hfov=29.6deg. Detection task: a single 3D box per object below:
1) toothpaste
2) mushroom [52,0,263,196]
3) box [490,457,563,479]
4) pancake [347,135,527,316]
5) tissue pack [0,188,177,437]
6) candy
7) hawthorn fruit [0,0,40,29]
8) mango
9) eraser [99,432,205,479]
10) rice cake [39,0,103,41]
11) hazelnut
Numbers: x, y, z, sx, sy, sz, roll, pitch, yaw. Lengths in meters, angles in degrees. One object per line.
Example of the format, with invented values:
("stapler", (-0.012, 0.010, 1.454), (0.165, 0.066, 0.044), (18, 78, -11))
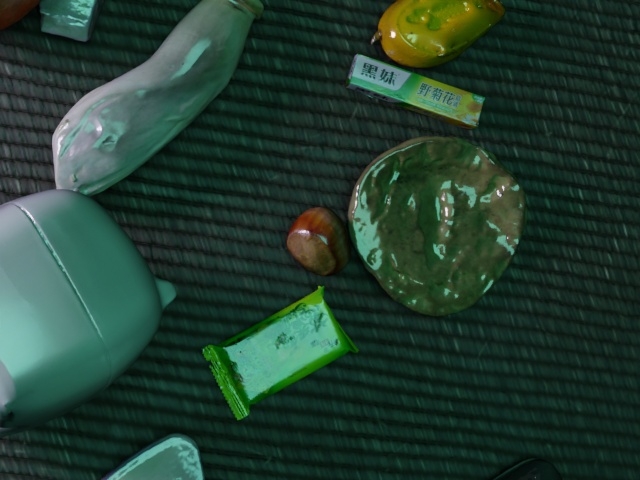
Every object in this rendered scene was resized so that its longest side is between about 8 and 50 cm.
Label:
("toothpaste", (0.122, -0.190, 1.558), (0.178, 0.037, 0.043), (18, 85, -9))
("mushroom", (-0.201, -0.178, 1.476), (0.351, 0.097, 0.109), (-44, 97, -13))
("box", (0.246, 0.404, 1.542), (0.212, 0.042, 0.201), (-29, 94, -10))
("pancake", (0.149, -0.018, 1.549), (0.242, 0.050, 0.242), (-1, 94, -14))
("tissue pack", (-0.315, 0.078, 1.320), (0.236, 0.333, 0.229), (-31, 91, -29))
("candy", (-0.049, 0.138, 1.511), (0.178, 0.032, 0.102), (-28, 92, -10))
("hawthorn fruit", (-0.402, -0.343, 1.379), (0.263, 0.231, 0.235), (0, 97, -5))
("mango", (0.151, -0.278, 1.556), (0.187, 0.066, 0.101), (-23, 83, -15))
("eraser", (-0.212, 0.344, 1.456), (0.204, 0.059, 0.243), (26, 86, -7))
("rice cake", (-0.256, -0.415, 1.496), (0.072, 0.056, 0.365), (21, 83, -2))
("hazelnut", (0.000, 0.000, 1.510), (0.086, 0.086, 0.086), (1, 86, -10))
